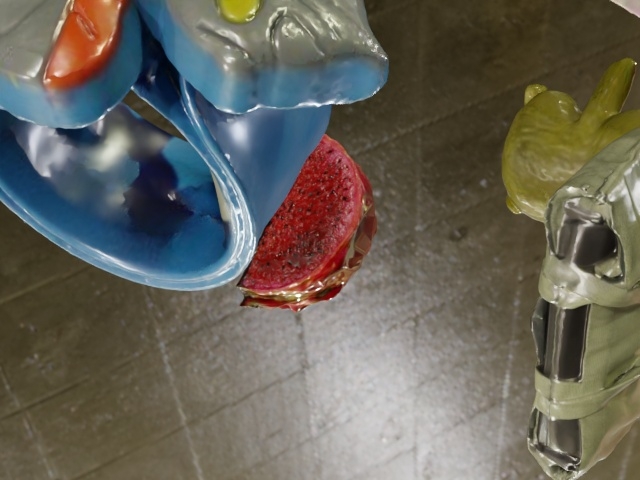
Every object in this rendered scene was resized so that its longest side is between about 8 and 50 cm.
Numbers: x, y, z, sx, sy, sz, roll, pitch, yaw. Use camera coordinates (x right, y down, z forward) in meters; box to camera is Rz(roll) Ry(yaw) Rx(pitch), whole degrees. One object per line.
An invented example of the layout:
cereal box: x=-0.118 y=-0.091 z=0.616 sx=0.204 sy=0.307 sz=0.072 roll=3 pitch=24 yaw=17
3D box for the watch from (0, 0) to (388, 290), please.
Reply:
watch: x=-0.090 y=-0.096 z=0.686 sx=0.241 sy=0.305 sz=0.274 roll=-58 pitch=156 yaw=-33

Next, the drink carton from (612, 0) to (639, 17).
drink carton: x=0.525 y=-0.520 z=1.766 sx=0.108 sy=0.271 sz=0.161 roll=21 pitch=132 yaw=-27

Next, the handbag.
handbag: x=0.279 y=0.039 z=0.925 sx=0.253 sy=0.109 sz=0.316 roll=-27 pitch=127 yaw=-41

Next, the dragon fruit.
dragon fruit: x=0.000 y=0.000 z=1.431 sx=0.163 sy=0.189 sz=0.262 roll=35 pitch=76 yaw=-28

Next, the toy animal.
toy animal: x=0.377 y=-0.099 z=1.273 sx=0.181 sy=0.363 sz=0.180 roll=48 pitch=69 yaw=-24
